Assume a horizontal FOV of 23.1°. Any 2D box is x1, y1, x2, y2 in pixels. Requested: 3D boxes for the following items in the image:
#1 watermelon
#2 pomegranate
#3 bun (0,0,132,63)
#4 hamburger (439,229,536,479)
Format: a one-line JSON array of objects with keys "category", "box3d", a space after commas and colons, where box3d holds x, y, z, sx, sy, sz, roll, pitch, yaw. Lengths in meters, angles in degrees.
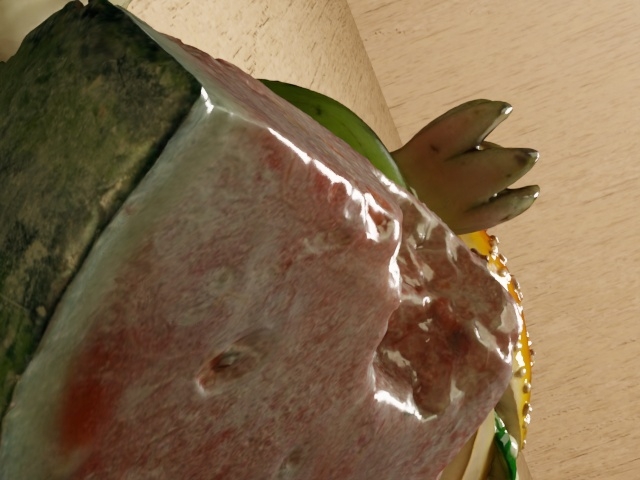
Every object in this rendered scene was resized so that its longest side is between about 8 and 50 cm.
[{"category": "watermelon", "box3d": [-0.038, 0.024, 0.558, 0.148, 0.226, 0.318, 50, -24, 36]}, {"category": "pomegranate", "box3d": [-0.001, -0.002, 0.771, 0.187, 0.225, 0.187, 158, -90, -81]}, {"category": "bun", "box3d": [-0.136, -0.212, 0.679, 0.287, 0.146, 0.287, -20, 90, -79]}, {"category": "hamburger", "box3d": [0.036, 0.068, 0.937, 0.237, 0.147, 0.236, 1, -89, 64]}]
